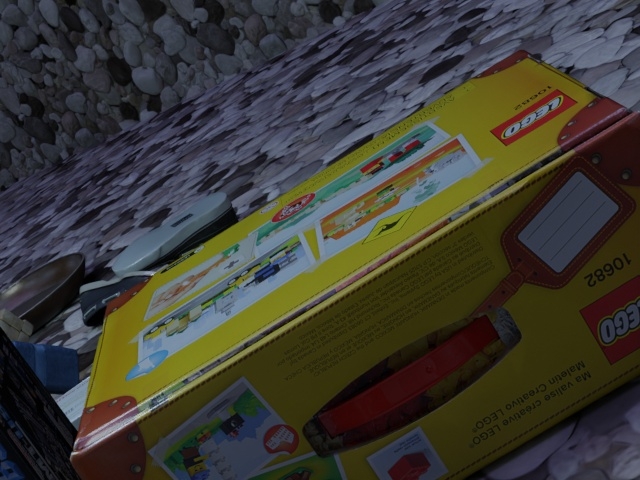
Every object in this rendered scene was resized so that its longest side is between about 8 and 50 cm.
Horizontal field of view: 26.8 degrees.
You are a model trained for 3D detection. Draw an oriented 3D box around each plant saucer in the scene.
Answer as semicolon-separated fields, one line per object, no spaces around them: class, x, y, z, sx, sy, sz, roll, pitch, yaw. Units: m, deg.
plant saucer;-0.541;0.128;2.406;0.311;0.050;0.310;-30;16;10

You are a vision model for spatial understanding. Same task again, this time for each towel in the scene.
towel;-0.384;0.173;1.827;0.119;0.067;0.029;12;-21;-42

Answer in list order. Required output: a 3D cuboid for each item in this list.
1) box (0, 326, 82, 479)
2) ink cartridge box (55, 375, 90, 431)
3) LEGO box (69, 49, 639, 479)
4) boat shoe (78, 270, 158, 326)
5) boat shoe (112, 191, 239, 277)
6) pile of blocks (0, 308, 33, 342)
box;-0.281;0.193;1.240;0.073;0.295;0.293;-33;16;-2
ink cartridge box;-0.280;0.212;1.633;0.088;0.052;0.122;-34;17;-7
LEGO box;0.054;0.059;1.182;0.500;0.193;0.372;-31;15;4
boat shoe;-0.291;0.091;2.052;0.206;0.075;0.065;-13;68;39
boat shoe;-0.221;0.009;2.108;0.219;0.070;0.078;-33;26;-19
pile of blocks;-0.618;0.163;2.209;0.362;0.112;0.149;3;58;49
